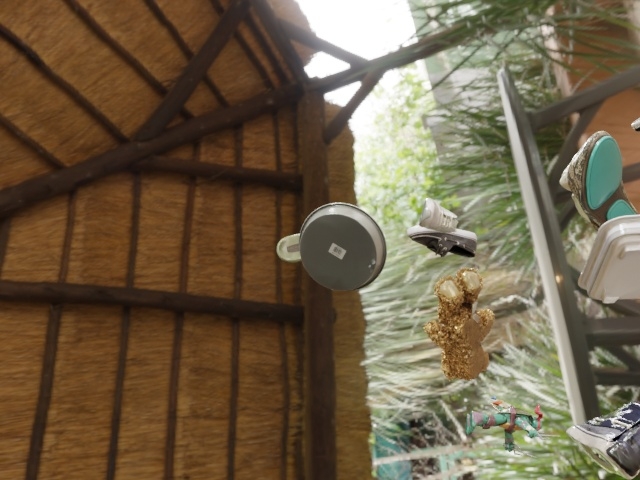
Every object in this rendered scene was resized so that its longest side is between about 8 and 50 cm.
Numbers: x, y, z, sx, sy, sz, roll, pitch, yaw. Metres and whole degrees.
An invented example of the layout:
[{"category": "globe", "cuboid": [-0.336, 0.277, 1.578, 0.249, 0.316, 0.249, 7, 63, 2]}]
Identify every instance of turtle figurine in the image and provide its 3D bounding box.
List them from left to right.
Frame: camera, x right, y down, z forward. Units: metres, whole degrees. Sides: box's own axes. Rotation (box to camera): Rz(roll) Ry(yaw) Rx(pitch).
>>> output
[{"category": "turtle figurine", "cuboid": [0.534, 0.525, 1.570, 0.175, 0.233, 0.118, 86, -167, -48]}]

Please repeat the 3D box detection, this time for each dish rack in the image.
[{"category": "dish rack", "cuboid": [0.794, 0.058, 1.336, 0.333, 0.285, 0.073, 73, -162, -53]}]

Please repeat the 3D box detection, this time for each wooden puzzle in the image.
[{"category": "wooden puzzle", "cuboid": [0.676, 0.619, 2.081, 0.078, 0.116, 0.014, -2, -63, -38]}]

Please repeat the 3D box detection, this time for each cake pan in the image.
[{"category": "cake pan", "cuboid": [0.060, 0.030, 1.749, 0.054, 0.292, 0.294, -41, -63, -64]}]

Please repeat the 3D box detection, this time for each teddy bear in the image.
[{"category": "teddy bear", "cuboid": [0.407, 0.242, 1.647, 0.245, 0.113, 0.338, -39, -60, -27]}]

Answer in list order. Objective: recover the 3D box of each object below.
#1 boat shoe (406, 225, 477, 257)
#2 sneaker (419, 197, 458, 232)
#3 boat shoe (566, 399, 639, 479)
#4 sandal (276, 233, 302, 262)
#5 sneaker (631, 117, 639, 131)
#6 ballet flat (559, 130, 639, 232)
[{"category": "boat shoe", "cuboid": [0.337, 0.009, 1.533, 0.228, 0.080, 0.076, 10, -112, -30]}, {"category": "sneaker", "cuboid": [0.219, -0.042, 1.025, 0.152, 0.061, 0.054, 7, -80, -68]}, {"category": "boat shoe", "cuboid": [0.724, 0.471, 1.360, 0.127, 0.158, 0.340, 46, 178, 12]}, {"category": "sandal", "cuboid": [-0.001, 0.002, 1.863, 0.086, 0.302, 0.120, 68, -177, -73]}, {"category": "sneaker", "cuboid": [0.982, -0.317, 1.525, 0.121, 0.216, 0.079, 64, -160, -5]}, {"category": "ballet flat", "cuboid": [0.810, -0.131, 1.646, 0.483, 0.164, 0.182, 48, 175, -32]}]
